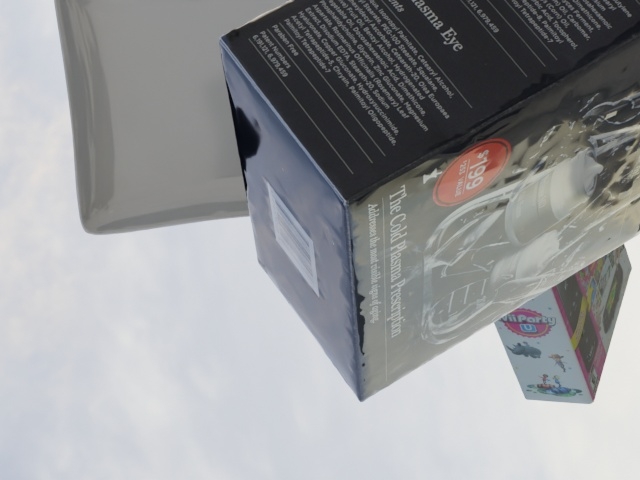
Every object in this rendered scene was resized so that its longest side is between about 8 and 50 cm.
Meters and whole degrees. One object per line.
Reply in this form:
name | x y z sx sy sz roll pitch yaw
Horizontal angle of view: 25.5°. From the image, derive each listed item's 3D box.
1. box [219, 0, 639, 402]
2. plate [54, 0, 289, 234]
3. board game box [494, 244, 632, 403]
box | 0.110 -0.076 1.152 0.179 0.313 0.343 53 165 26
plate | -0.125 -0.157 1.476 0.045 0.278 0.277 -148 52 -84
board game box | 0.288 0.026 1.747 0.303 0.098 0.224 61 -138 -43
